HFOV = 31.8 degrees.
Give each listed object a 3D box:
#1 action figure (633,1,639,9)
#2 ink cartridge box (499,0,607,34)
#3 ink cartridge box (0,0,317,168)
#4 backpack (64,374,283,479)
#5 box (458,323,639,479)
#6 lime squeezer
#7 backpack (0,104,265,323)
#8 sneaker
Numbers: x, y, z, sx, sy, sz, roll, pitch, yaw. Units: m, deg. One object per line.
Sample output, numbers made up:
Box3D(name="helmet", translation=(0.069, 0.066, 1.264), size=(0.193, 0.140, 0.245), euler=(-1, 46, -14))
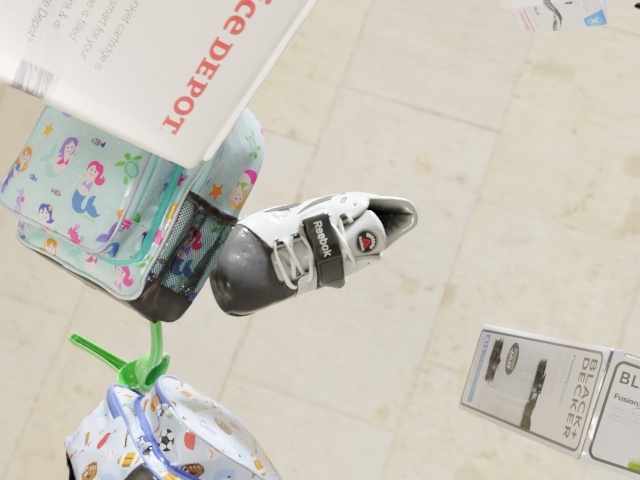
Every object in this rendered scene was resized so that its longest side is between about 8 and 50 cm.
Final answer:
Box3D(name="action figure", translation=(0.311, -0.215, 0.660), size=(0.275, 0.141, 0.164), euler=(-24, -44, -25))
Box3D(name="ink cartridge box", translation=(0.178, -0.185, 0.874), size=(0.048, 0.083, 0.028), euler=(38, -128, -60))
Box3D(name="ink cartridge box", translation=(-0.149, -0.197, 0.673), size=(0.207, 0.283, 0.117), euler=(-52, 26, 30))
Box3D(name="backpack", translation=(-0.191, 0.289, 1.390), size=(0.213, 0.263, 0.276), euler=(-49, -54, -7))
Box3D(name="box", translation=(0.244, 0.145, 0.954), size=(0.290, 0.169, 0.087), euler=(176, 113, -78))
Box3D(name="lime squeezer", translation=(-0.242, 0.153, 1.486), size=(0.058, 0.110, 0.310), euler=(-25, 4, -31))
Box3D(name="backpack", translation=(-0.190, -0.072, 1.171), size=(0.254, 0.225, 0.191), euler=(-59, -33, -9))
Box3D(name="sneaker", translation=(0.000, 0.000, 1.439), size=(0.330, 0.146, 0.123), euler=(-29, -75, -45))
